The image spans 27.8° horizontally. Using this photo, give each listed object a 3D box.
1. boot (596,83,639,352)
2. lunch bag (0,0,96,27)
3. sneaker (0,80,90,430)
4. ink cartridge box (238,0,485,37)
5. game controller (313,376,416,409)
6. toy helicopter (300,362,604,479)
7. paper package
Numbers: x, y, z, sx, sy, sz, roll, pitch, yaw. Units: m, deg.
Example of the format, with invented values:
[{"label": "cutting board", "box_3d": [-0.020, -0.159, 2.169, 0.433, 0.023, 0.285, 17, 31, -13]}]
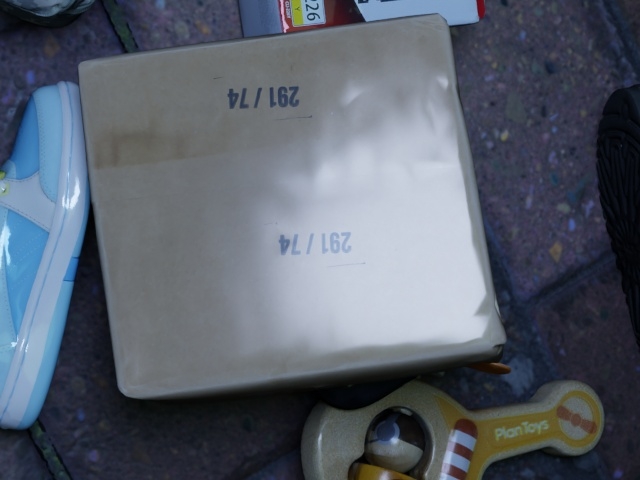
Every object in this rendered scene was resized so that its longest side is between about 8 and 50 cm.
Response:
[{"label": "boot", "box_3d": [0.449, -0.026, 1.385, 0.260, 0.131, 0.348, -18, 107, -10]}, {"label": "lunch bag", "box_3d": [-0.286, -0.329, 1.072, 0.305, 0.256, 0.213, 27, 82, -17]}, {"label": "sneaker", "box_3d": [-0.321, -0.001, 1.137, 0.208, 0.127, 0.319, 12, 86, -20]}, {"label": "ink cartridge box", "box_3d": [0.052, -0.353, 1.240, 0.271, 0.130, 0.309, -10, 99, -19]}, {"label": "game controller", "box_3d": [0.000, 0.000, 1.243, 0.166, 0.067, 0.319, -32, 82, -2]}, {"label": "toy helicopter", "box_3d": [0.139, 0.186, 1.312, 0.355, 0.140, 0.235, -7, 84, -29]}, {"label": "paper package", "box_3d": [-0.023, -0.023, 1.130, 0.324, 0.168, 0.310, -9, 81, 2]}]
